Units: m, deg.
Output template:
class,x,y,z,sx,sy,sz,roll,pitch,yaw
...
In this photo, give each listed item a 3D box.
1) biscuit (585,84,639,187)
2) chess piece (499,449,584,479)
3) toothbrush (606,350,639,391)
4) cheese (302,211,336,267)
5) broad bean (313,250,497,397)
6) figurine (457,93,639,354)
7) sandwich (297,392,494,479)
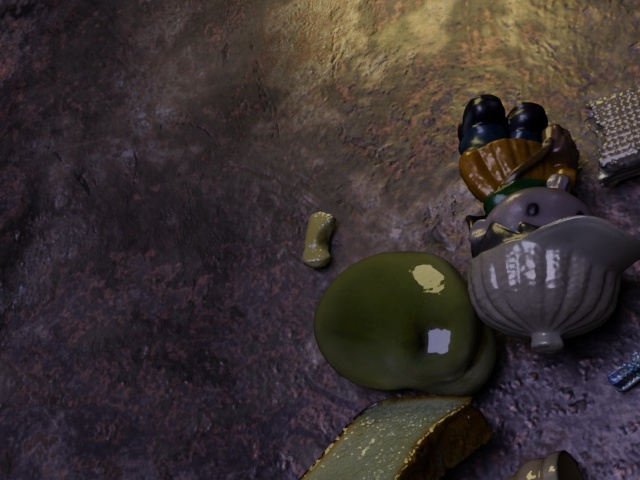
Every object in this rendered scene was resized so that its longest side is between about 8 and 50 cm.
class,x,y,z,sx,sy,sz,roll,pitch,yaw
biscuit,0.442,-0.152,1.422,0.239,0.062,0.108,-19,60,22
chess piece,0.113,0.344,1.356,0.397,0.117,0.117,-19,60,24
toothbrush,0.480,0.048,1.304,0.386,0.040,0.040,-40,54,15
cheese,0.000,0.000,1.623,0.044,0.030,0.083,-11,57,32
broad bean,0.099,0.100,1.467,0.263,0.121,0.189,15,77,36
figurine,0.251,-0.016,1.421,0.332,0.185,0.204,-110,30,-53
sandwich,0.075,0.267,1.353,0.186,0.065,0.215,-13,22,44
